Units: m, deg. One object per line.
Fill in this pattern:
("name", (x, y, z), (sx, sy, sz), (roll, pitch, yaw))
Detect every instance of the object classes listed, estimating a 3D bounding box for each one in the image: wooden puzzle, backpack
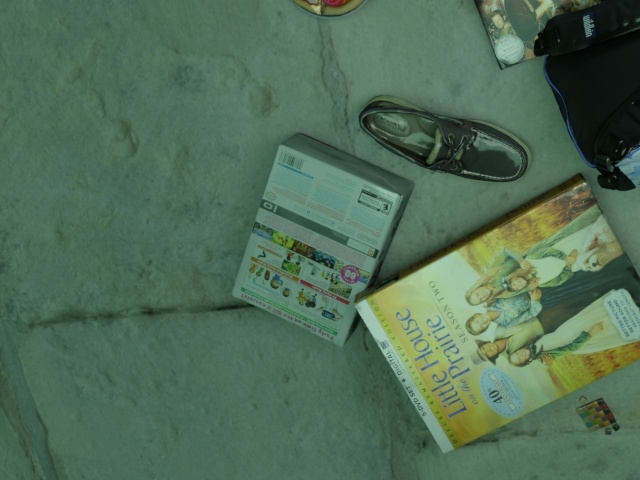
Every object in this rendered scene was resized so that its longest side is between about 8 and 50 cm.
("wooden puzzle", (0.473, 0.300, 1.677), (0.049, 0.006, 0.083), (-29, 98, 26))
("backpack", (0.472, -0.219, 1.341), (0.263, 0.213, 0.277), (-35, 56, 31))

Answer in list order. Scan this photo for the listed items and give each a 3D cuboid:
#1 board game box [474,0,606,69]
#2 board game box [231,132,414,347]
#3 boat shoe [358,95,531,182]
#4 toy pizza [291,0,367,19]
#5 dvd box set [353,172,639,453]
("board game box", (0.354, -0.374, 1.446), (0.243, 0.042, 0.165), (-19, 102, 24))
("board game box", (0.000, 0.000, 1.680), (0.224, 0.097, 0.303), (25, 115, 10))
("boat shoe", (0.192, -0.153, 1.556), (0.285, 0.092, 0.103), (22, 115, 10))
("toy pizza", (0.003, -0.444, 1.523), (0.201, 0.032, 0.201), (13, 116, 28))
("dvd box set", (0.308, 0.125, 1.587), (0.420, 0.062, 0.308), (-28, 98, 13))
